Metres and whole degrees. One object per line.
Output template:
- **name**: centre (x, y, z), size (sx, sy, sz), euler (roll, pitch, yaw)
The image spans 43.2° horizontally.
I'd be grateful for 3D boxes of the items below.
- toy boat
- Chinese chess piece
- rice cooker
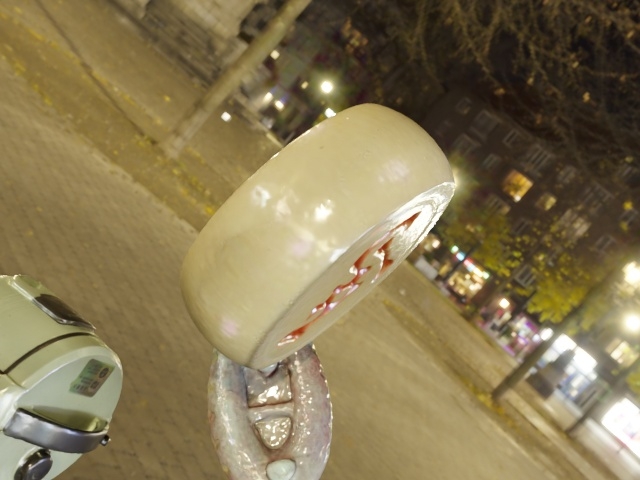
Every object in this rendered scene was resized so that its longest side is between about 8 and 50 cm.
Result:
- **toy boat**: centre (-0.061, 0.211, 0.998), size (0.085, 0.155, 0.227), euler (116, -31, -72)
- **Chinese chess piece**: centre (0.000, 0.000, 0.725), size (0.102, 0.273, 0.273), euler (48, 6, 12)
- **rice cooker**: centre (-0.369, 0.172, 0.976), size (0.244, 0.226, 0.226), euler (36, 2, 25)
